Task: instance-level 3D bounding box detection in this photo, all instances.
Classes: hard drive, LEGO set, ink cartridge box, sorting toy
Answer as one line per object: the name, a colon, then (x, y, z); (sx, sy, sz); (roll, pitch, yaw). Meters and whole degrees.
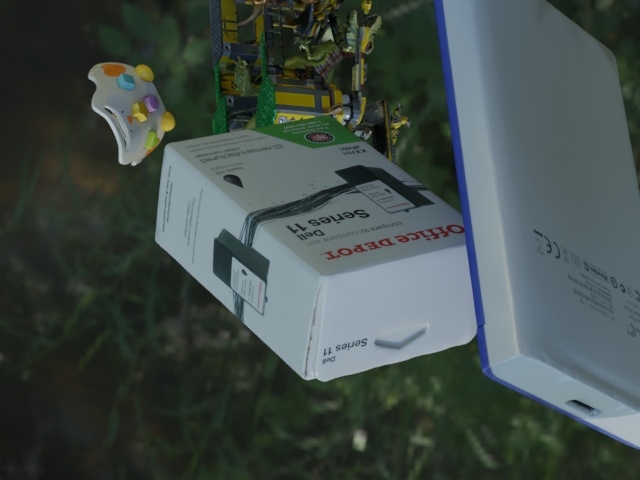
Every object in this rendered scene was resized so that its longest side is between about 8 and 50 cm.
hard drive: (0.165, -0.029, 1.278); (0.040, 0.318, 0.210); (-24, 146, 32)
LEGO set: (0.011, -0.177, 1.745); (0.192, 0.331, 0.255); (3, 147, -18)
ink cartridge box: (0.000, 0.000, 1.288); (0.153, 0.208, 0.087); (-13, 125, -33)
sorting toy: (-0.150, -0.093, 1.396); (0.045, 0.075, 0.083); (-18, 107, 22)
